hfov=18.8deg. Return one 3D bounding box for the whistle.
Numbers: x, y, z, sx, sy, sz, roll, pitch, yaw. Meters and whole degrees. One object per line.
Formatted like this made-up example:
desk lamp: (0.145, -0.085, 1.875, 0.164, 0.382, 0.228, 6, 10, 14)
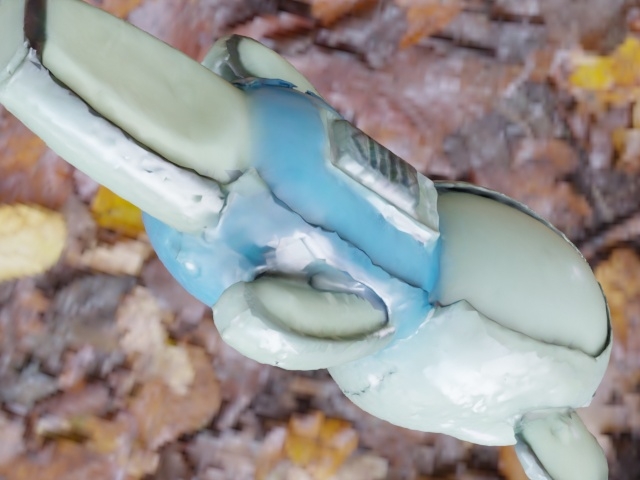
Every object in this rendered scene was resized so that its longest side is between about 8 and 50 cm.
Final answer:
whistle: (0.000, 0.000, 0.548, 0.235, 0.114, 0.077, 30, 131, -36)
